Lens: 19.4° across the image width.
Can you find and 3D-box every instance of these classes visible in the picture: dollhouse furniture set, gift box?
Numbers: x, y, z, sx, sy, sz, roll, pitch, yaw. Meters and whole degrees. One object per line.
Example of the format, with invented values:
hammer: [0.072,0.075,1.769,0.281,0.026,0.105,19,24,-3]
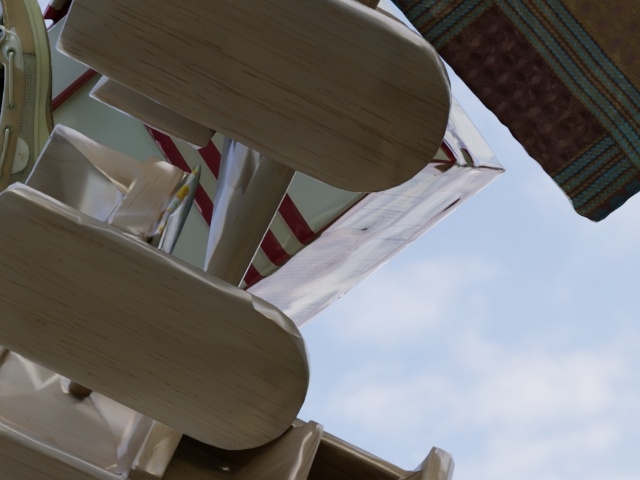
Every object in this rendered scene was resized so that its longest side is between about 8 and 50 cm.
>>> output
dollhouse furniture set: [0.000,0.000,0.904,0.256,0.362,0.394,26,-63,-2]
gift box: [-0.037,-0.101,1.295,0.276,0.258,0.255,-38,-13,13]

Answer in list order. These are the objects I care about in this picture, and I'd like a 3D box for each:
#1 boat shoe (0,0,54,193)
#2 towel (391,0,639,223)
boat shoe: [-0.193,-0.089,1.149,0.048,0.153,0.056,-5,1,-22]
towel: [0.226,-0.220,1.212,0.370,0.271,0.040,-42,-2,22]
